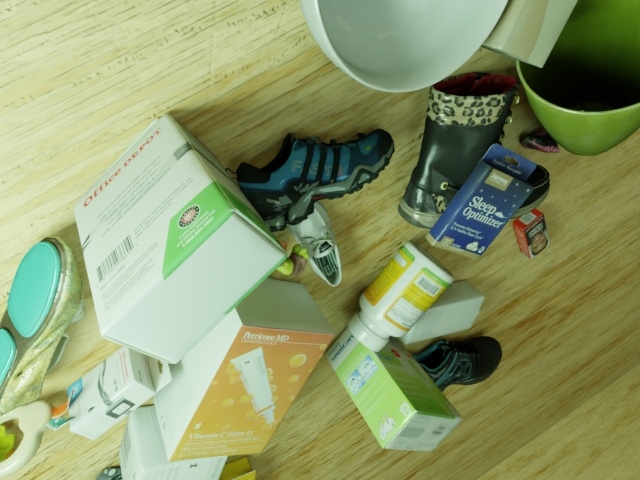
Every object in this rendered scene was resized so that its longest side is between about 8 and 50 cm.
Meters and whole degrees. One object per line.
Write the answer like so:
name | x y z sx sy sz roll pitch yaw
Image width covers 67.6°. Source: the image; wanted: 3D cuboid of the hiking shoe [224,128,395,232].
hiking shoe | 0.000 -0.134 0.816 0.304 0.113 0.132 -33 112 -21

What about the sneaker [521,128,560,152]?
sneaker | 0.509 -0.235 1.100 0.119 0.047 0.057 2 102 -34

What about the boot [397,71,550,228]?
boot | 0.345 -0.187 0.974 0.378 0.138 0.284 -11 128 -18

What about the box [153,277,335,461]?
box | -0.163 0.255 0.966 0.215 0.168 0.345 13 114 -37

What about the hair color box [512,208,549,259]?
hair color box | 0.569 -0.018 1.289 0.072 0.043 0.141 -40 134 -1

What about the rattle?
rattle | -0.512 0.357 0.870 0.200 0.130 0.142 -30 131 -17

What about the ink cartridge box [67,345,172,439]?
ink cartridge box | -0.376 0.268 0.892 0.180 0.104 0.060 -38 133 -2

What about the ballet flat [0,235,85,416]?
ballet flat | -0.445 0.137 0.761 0.123 0.123 0.348 21 110 -40

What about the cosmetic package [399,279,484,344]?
cosmetic package | 0.306 0.184 1.256 0.231 0.085 0.117 -6 126 -30

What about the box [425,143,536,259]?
box | 0.323 -0.069 0.941 0.137 0.036 0.225 16 118 -29

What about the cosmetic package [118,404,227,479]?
cosmetic package | -0.319 0.457 1.032 0.184 0.151 0.151 4 122 -33

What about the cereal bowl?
cereal bowl | 0.110 -0.394 0.667 0.339 0.141 0.338 -16 130 -20

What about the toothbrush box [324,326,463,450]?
toothbrush box | 0.171 0.352 1.159 0.206 0.283 0.122 26 106 -40

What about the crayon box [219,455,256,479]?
crayon box | -0.280 0.713 1.293 0.203 0.083 0.322 -12 129 -24

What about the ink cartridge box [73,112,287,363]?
ink cartridge box | -0.206 -0.018 0.657 0.211 0.289 0.121 -43 136 4

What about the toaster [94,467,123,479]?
toaster | -0.406 0.608 1.071 0.227 0.129 0.146 8 132 6

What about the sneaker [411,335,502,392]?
sneaker | 0.402 0.354 1.412 0.341 0.125 0.139 -19 126 -21

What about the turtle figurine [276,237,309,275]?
turtle figurine | -0.117 0.032 0.807 0.217 0.270 0.087 4 82 -55

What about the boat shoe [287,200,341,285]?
boat shoe | 0.000 0.000 0.938 0.083 0.076 0.226 -34 133 -6

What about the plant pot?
plant pot | 0.544 -0.296 0.947 0.275 0.275 0.293 -45 150 6

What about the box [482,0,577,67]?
box | 0.350 -0.460 0.762 0.121 0.148 0.311 4 119 -33

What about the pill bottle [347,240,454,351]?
pill bottle | 0.177 0.133 1.101 0.136 0.136 0.245 29 105 -42
